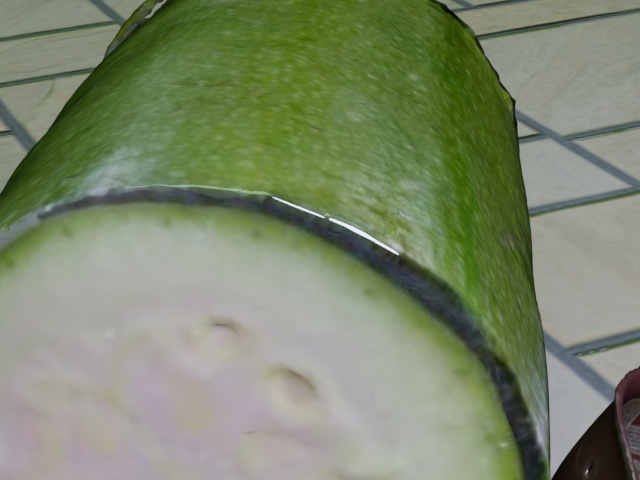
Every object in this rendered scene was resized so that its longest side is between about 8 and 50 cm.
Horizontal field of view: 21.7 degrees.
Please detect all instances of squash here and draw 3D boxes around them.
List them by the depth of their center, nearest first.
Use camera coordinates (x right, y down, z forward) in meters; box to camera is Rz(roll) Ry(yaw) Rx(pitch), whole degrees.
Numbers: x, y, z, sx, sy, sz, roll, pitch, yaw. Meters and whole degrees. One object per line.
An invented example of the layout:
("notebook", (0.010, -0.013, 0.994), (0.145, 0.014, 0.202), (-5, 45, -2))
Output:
("squash", (-0.027, 0.026, 0.795), (0.263, 0.263, 0.384), (0, 23, 5))

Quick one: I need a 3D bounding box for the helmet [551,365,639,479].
("helmet", (0.148, 0.150, 0.680), (0.155, 0.106, 0.175), (7, 44, -47))
